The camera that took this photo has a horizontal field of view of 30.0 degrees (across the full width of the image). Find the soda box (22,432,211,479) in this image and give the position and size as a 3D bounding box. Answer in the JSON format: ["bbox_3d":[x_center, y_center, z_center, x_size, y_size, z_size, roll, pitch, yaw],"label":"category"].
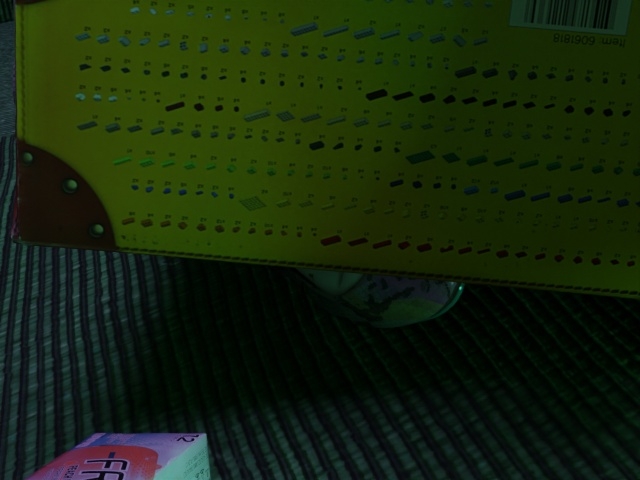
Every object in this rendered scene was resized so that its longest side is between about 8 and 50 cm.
[{"bbox_3d":[-0.099,0.128,0.445,0.058,0.063,0.183,-3,9,18],"label":"soda box"}]

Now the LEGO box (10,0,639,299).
[{"bbox_3d":[0.102,-0.125,0.740,0.500,0.193,0.372,5,21,1],"label":"LEGO box"}]

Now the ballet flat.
[{"bbox_3d":[0.000,0.000,0.762,0.077,0.079,0.221,-61,31,-4],"label":"ballet flat"}]
